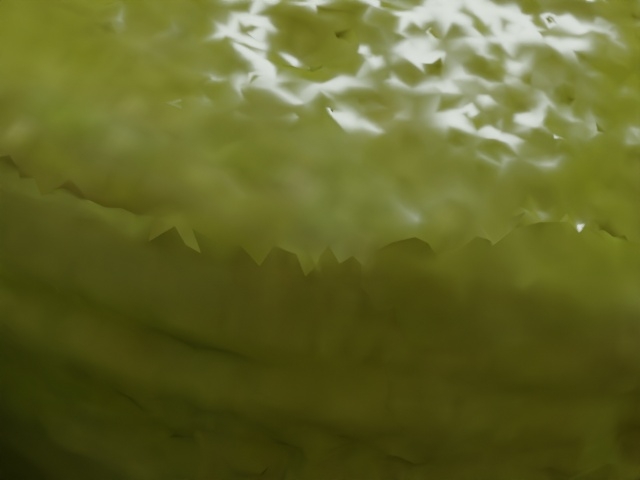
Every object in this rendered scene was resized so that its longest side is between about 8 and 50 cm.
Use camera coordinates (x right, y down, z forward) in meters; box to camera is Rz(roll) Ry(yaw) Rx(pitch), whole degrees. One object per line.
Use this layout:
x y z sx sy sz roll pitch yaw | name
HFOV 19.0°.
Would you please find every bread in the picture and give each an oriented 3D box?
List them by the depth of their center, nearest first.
0.000 0.000 0.539 0.348 0.348 0.307 -91 -170 -56 | bread
